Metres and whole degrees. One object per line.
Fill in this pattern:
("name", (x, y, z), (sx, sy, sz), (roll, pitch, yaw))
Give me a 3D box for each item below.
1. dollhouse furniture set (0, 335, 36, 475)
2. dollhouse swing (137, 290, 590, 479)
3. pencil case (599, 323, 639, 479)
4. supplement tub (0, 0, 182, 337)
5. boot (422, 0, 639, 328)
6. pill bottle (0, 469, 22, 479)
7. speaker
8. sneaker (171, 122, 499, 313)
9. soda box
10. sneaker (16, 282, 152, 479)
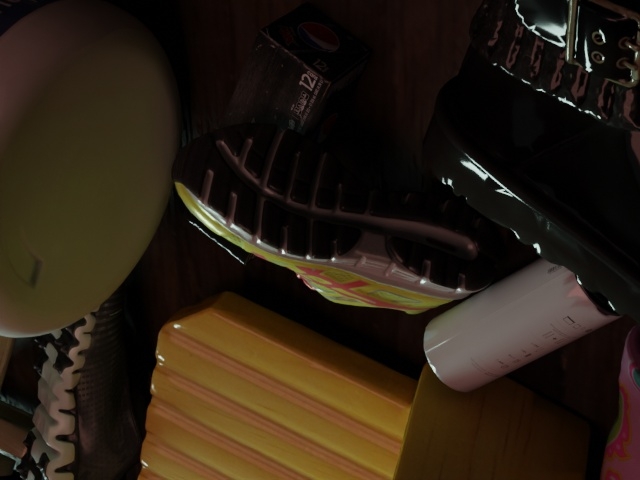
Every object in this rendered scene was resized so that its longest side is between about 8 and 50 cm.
("dollhouse furniture set", (-0.274, 0.108, 1.250), (0.144, 0.151, 0.123), (20, 95, 27))
("dollhouse swing", (-0.015, 0.259, 1.028), (0.305, 0.315, 0.347), (16, 128, 4))
("pencil case", (0.218, 0.170, 0.907), (0.124, 0.124, 0.284), (20, 126, 26))
("supplement tub", (-0.279, -0.087, 1.039), (0.316, 0.228, 0.228), (21, 127, 25))
("boot", (0.212, -0.079, 0.745), (0.348, 0.131, 0.260), (31, 131, 18))
("pill bottle", (-0.318, 0.242, 1.330), (0.219, 0.123, 0.123), (25, 130, 6))
("speaker", (0.125, 0.047, 0.939), (0.055, 0.055, 0.136), (53, 134, -2))
("sneaker", (0.000, 0.000, 0.950), (0.208, 0.081, 0.094), (23, 150, -13))
("soda box", (-0.030, -0.066, 0.987), (0.060, 0.053, 0.169), (38, 132, 13))
("sneaker", (-0.167, 0.112, 1.185), (0.078, 0.106, 0.234), (40, 122, 56))
